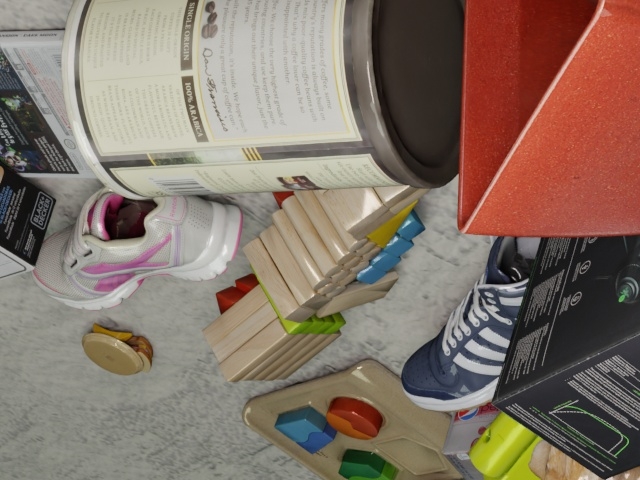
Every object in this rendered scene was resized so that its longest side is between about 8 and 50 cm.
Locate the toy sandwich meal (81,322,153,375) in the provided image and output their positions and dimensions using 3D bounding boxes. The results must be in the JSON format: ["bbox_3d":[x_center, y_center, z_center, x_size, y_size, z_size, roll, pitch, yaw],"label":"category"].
[{"bbox_3d":[-0.232,0.124,1.976,0.085,0.029,0.085,18,147,12],"label":"toy sandwich meal"}]

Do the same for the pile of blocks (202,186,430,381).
[{"bbox_3d":[0.000,0.000,1.647,0.113,0.149,0.362,59,139,20],"label":"pile of blocks"}]

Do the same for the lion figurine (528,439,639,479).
[{"bbox_3d":[0.379,0.217,1.581,0.392,0.240,0.142,29,151,-18],"label":"lion figurine"}]

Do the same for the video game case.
[{"bbox_3d":[-0.271,-0.128,1.661,0.173,0.022,0.190,2,142,25],"label":"video game case"}]

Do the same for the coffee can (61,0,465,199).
[{"bbox_3d":[-0.036,-0.137,1.372,0.275,0.201,0.201,-1,140,29],"label":"coffee can"}]

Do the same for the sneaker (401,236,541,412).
[{"bbox_3d":[0.157,0.067,1.635,0.282,0.099,0.153,-23,132,36],"label":"sneaker"}]

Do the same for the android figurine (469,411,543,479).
[{"bbox_3d":[0.279,0.215,1.735,0.248,0.056,0.273,23,124,-23],"label":"android figurine"}]

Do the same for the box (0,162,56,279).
[{"bbox_3d":[-0.430,-0.058,1.719,0.169,0.087,0.290,-14,141,40],"label":"box"}]

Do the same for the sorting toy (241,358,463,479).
[{"bbox_3d":[0.084,0.254,1.977,0.307,0.041,0.229,38,142,-23],"label":"sorting toy"}]

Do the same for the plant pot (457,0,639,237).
[{"bbox_3d":[0.248,-0.156,1.176,0.235,0.267,0.267,11,147,-11],"label":"plant pot"}]

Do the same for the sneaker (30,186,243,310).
[{"bbox_3d":[-0.202,-0.008,1.707,0.252,0.103,0.111,-17,143,34],"label":"sneaker"}]

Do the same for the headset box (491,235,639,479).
[{"bbox_3d":[0.296,0.024,1.382,0.131,0.246,0.283,34,142,-17],"label":"headset box"}]

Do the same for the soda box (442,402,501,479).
[{"bbox_3d":[0.240,0.266,1.876,0.092,0.083,0.263,-11,135,35],"label":"soda box"}]
